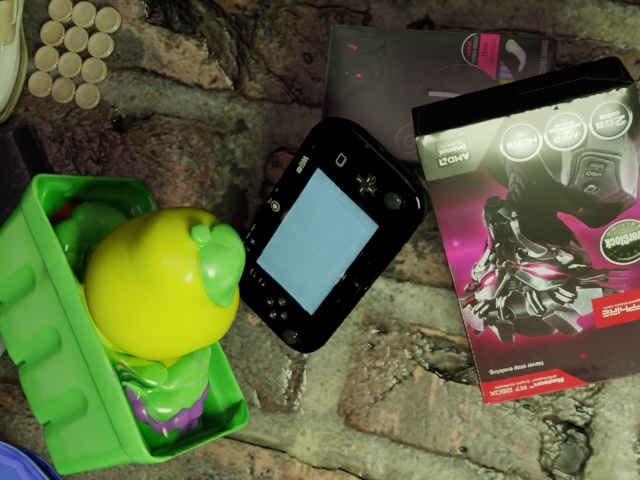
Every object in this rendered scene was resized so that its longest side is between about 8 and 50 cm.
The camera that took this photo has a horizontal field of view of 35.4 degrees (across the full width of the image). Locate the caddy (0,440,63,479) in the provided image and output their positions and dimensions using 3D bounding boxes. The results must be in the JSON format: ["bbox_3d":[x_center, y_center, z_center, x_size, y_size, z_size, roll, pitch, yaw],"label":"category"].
[{"bbox_3d":[-0.402,0.409,1.273,0.341,0.179,0.241,43,71,12],"label":"caddy"}]

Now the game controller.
[{"bbox_3d":[0.000,0.000,1.206,0.166,0.067,0.319,39,129,4],"label":"game controller"}]

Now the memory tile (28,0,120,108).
[{"bbox_3d":[-0.344,-0.263,1.403,0.113,0.012,0.148,14,88,12],"label":"memory tile"}]

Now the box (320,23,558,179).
[{"bbox_3d":[0.145,-0.161,1.231,0.270,0.143,0.165,5,86,12],"label":"box"}]

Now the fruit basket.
[{"bbox_3d":[-0.203,0.071,1.204,0.392,0.283,0.392,1,92,24],"label":"fruit basket"}]

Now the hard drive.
[{"bbox_3d":[-0.489,-0.043,1.389,0.254,0.054,0.172,-26,81,8],"label":"hard drive"}]

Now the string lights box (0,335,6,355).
[{"bbox_3d":[-0.526,0.187,1.284,0.133,0.260,0.077,9,131,11],"label":"string lights box"}]

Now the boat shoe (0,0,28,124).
[{"bbox_3d":[-0.467,-0.309,1.384,0.113,0.103,0.302,5,86,12],"label":"boat shoe"}]

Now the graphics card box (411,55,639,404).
[{"bbox_3d":[0.255,0.001,1.125,0.232,0.094,0.371,-12,117,10],"label":"graphics card box"}]
